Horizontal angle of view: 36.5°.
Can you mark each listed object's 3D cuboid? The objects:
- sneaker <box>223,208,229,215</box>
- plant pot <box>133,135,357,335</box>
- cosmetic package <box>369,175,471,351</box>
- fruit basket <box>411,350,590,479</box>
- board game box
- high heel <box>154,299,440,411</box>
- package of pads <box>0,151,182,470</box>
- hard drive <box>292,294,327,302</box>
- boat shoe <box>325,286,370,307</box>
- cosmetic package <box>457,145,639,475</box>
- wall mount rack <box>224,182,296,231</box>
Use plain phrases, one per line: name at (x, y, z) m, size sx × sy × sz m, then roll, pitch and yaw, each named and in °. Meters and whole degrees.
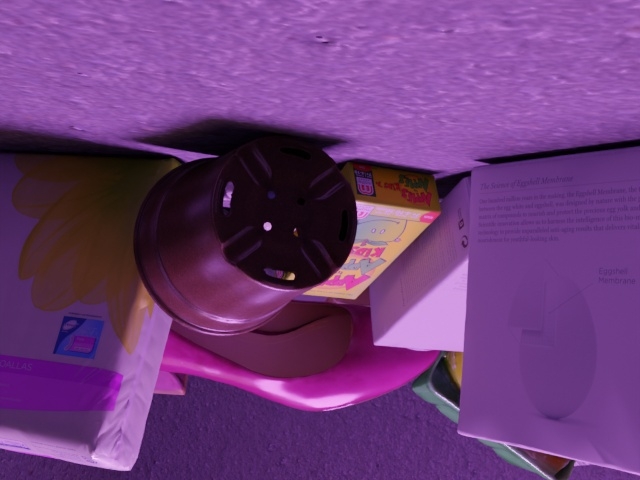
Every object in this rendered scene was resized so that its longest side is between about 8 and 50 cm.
sneaker at (-0.143, 0.000, 1.453) m, size 0.227 × 0.087 × 0.130 m, roll 4°, pitch 173°, yaw -39°
plant pot at (-0.059, -0.008, 0.825) m, size 0.166 × 0.167 × 0.165 m, roll 7°, pitch 169°, yaw -23°
cosmetic package at (0.144, 0.031, 0.969) m, size 0.117 × 0.086 × 0.231 m, roll 7°, pitch 152°, yaw -21°
fruit basket at (0.288, 0.161, 1.187) m, size 0.327 × 0.165 × 0.353 m, roll 37°, pitch 148°, yaw -9°
board game box at (0.031, -0.004, 0.948) m, size 0.092 × 0.043 × 0.181 m, roll 6°, pitch 148°, yaw -25°
high heel at (-0.061, 0.094, 1.051) m, size 0.377 × 0.127 × 0.181 m, roll -7°, pitch 139°, yaw 5°
package of pads at (-0.262, 0.059, 0.953) m, size 0.229 × 0.297 × 0.101 m, roll 5°, pitch 157°, yaw 19°
hard drive at (0.114, 0.102, 1.439) m, size 0.307 × 0.040 × 0.203 m, roll -17°, pitch -142°, yaw -17°
boat shoe at (0.170, 0.052, 1.365) m, size 0.341 × 0.110 × 0.122 m, roll -9°, pitch -145°, yaw -10°
cosmetic package at (0.232, 0.051, 0.746) m, size 0.138 × 0.225 × 0.224 m, roll 5°, pitch 177°, yaw -32°
wall mount rack at (0.000, 0.000, 1.112) m, size 0.349 × 0.131 × 0.304 m, roll 4°, pitch 143°, yaw -5°
